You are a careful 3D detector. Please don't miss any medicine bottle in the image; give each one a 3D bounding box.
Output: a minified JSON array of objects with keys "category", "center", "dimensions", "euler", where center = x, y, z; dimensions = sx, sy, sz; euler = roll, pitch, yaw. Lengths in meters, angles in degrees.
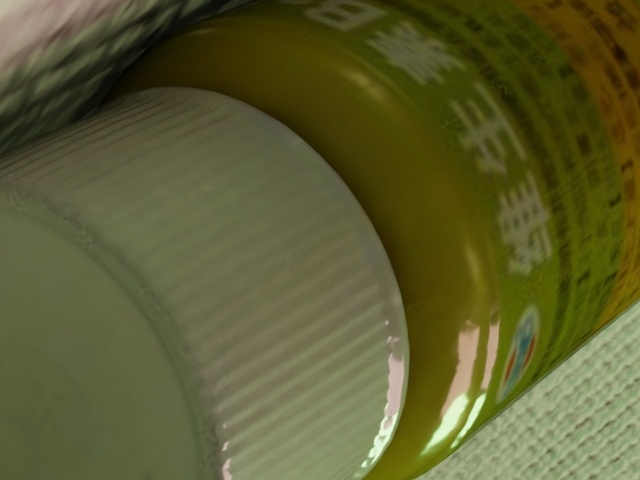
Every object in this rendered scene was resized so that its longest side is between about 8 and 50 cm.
[{"category":"medicine bottle","center":[0.000,0.000,0.865],"dimensions":[0.384,0.224,0.224],"euler":[-31,168,-48]}]
